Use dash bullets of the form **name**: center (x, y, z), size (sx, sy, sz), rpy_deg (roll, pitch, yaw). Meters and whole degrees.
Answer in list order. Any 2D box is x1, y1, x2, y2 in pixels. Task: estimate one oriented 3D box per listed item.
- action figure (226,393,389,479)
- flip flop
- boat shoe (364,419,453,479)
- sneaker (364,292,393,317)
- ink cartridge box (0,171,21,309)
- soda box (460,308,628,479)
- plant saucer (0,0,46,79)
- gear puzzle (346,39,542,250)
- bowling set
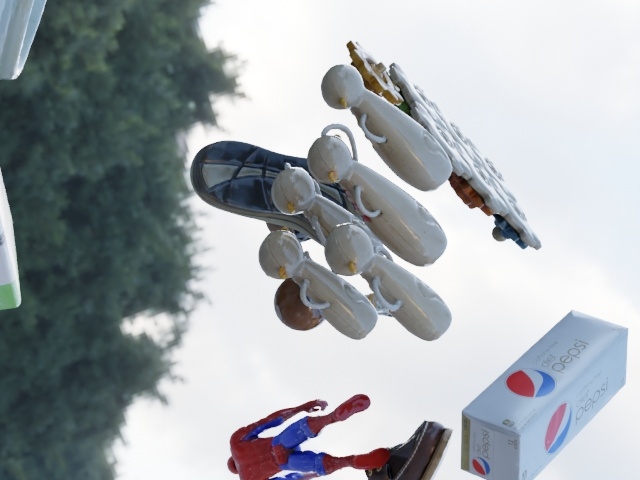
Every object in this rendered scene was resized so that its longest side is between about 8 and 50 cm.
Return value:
- **action figure**: center (-0.002, 0.223, 1.596), size (0.280, 0.139, 0.091), rpy_deg (-24, -97, 52)
- **flip flop**: center (-0.041, -0.045, 1.751), size (0.080, 0.277, 0.112), rpy_deg (-27, -127, 55)
- **boat shoe**: center (0.077, 0.253, 1.497), size (0.073, 0.073, 0.207), rpy_deg (29, -48, 8)
- **sneaker**: center (0.076, 0.082, 1.836), size (0.037, 0.083, 0.031), rpy_deg (-12, -111, 37)
- **ink cartridge box**: center (-0.399, -0.028, 1.358), size (0.273, 0.198, 0.114), rpy_deg (102, -21, -62)
- **soda box**: center (0.222, 0.154, 1.411), size (0.069, 0.216, 0.073), rpy_deg (18, -54, 33)
- **plant saucer**: center (-0.346, -0.287, 1.549), size (0.400, 0.101, 0.400), rpy_deg (-162, -90, -80)
- **gear puzzle**: center (0.128, -0.106, 1.615), size (0.339, 0.044, 0.175), rpy_deg (40, 19, -40)
- **bowling set**: center (0.000, 0.000, 1.258), size (0.154, 0.200, 0.287), rpy_deg (41, 27, -23)
